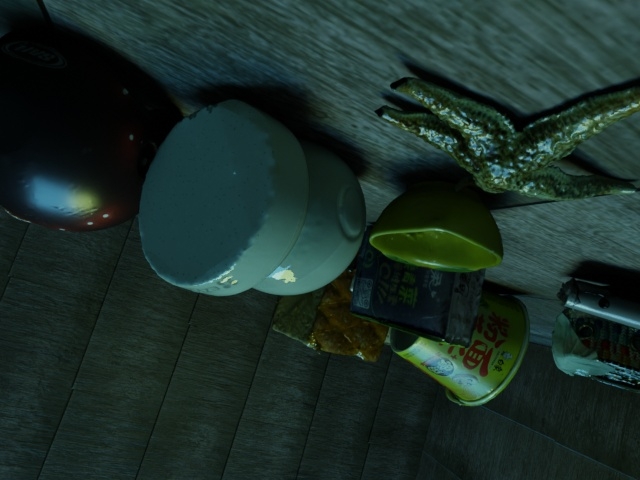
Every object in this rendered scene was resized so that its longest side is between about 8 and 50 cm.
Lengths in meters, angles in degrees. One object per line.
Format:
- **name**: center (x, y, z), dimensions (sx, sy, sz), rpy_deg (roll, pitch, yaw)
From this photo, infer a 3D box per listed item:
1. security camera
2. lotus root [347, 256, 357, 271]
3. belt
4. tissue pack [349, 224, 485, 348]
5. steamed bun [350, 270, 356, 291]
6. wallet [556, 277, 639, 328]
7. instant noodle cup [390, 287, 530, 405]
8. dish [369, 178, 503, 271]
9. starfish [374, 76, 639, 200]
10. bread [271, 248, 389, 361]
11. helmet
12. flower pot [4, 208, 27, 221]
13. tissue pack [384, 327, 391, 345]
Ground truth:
- **security camera**: center (-0.052, -0.026, 0.471), dimensions (0.194, 0.195, 0.236), rpy_deg (11, 175, 36)
- **lotus root**: center (-0.004, -0.002, 0.909), dimensions (0.203, 0.078, 0.183), rpy_deg (23, -173, 15)
- **belt**: center (0.653, 0.243, 0.913), dimensions (0.257, 0.150, 0.207), rpy_deg (12, 161, 28)
- **tissue pack**: center (0.147, 0.062, 0.675), dimensions (0.073, 0.174, 0.235), rpy_deg (15, 173, -31)
- **steamed bun**: center (0.185, 0.095, 0.890), dimensions (0.164, 0.146, 0.241), rpy_deg (16, 170, 29)
- **wallet**: center (0.476, 0.097, 0.595), dimensions (0.231, 0.069, 0.170), rpy_deg (17, -170, 26)
- **instant noodle cup**: center (0.329, 0.229, 1.052), dimensions (0.221, 0.311, 0.311), rpy_deg (28, 171, -5)
- **dish**: center (0.138, -0.019, 0.490), dimensions (0.148, 0.080, 0.208), rpy_deg (12, 169, 10)
- **starfish**: center (0.147, -0.067, 0.314), dimensions (0.223, 0.050, 0.217), rpy_deg (14, 165, -10)
- **bread**: center (0.049, 0.157, 1.138), dimensions (0.279, 0.279, 0.207), rpy_deg (20, 173, -36)
- **helmet**: center (-0.266, -0.108, 0.449), dimensions (0.189, 0.193, 0.216), rpy_deg (18, 142, 1)
- **flower pot**: center (-0.548, -0.133, 0.836), dimensions (0.190, 0.191, 0.173), rpy_deg (25, 179, -43)
- **tissue pack**: center (0.254, 0.219, 1.295), dimensions (0.185, 0.225, 0.124), rpy_deg (21, 171, -21)
